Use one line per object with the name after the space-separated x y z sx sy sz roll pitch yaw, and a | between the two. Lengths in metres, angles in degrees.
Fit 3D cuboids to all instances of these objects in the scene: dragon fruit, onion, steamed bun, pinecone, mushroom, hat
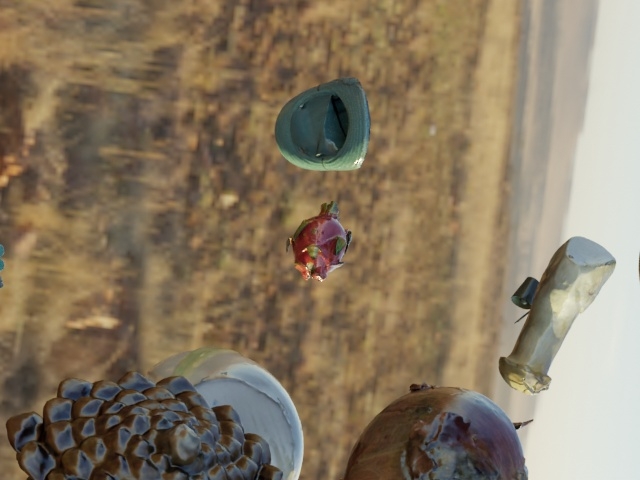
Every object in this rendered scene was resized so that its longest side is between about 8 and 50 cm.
0.002 -0.001 1.957 0.116 0.086 0.081 -58 148 -27 | dragon fruit
0.176 0.379 2.015 0.353 0.353 0.354 7 90 -81 | onion
-0.182 0.310 2.142 0.309 0.309 0.309 7 90 -81 | steamed bun
-0.166 0.258 1.196 0.264 0.264 0.264 7 90 -81 | pinecone
0.306 0.101 1.832 0.092 0.081 0.223 -98 -148 -66 | mushroom
0.023 -0.172 2.080 0.078 0.191 0.138 -5 91 -47 | hat

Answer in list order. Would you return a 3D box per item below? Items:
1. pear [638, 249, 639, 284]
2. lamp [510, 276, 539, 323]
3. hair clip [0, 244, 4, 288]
0.531 0.046 1.742 0.281 0.280 0.281 7 90 -81 | pear
0.300 0.090 1.990 0.054 0.041 0.121 -58 156 -23 | lamp
-0.422 -0.023 1.711 0.049 0.049 0.173 -61 140 -68 | hair clip
